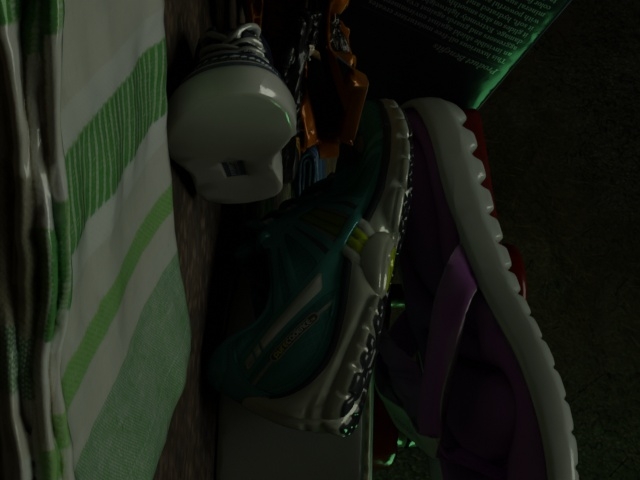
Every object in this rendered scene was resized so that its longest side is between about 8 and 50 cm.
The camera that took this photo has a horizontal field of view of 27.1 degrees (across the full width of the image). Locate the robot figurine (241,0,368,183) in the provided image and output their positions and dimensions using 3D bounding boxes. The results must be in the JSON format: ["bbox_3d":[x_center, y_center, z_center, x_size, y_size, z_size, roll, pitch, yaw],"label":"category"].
[{"bbox_3d":[-0.014,-0.182,0.856,0.211,0.085,0.291,-102,-168,-60],"label":"robot figurine"}]

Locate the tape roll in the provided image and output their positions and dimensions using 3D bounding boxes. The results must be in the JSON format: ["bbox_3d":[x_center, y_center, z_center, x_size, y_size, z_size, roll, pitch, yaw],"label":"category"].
[{"bbox_3d":[-0.012,0.161,1.008,0.286,0.100,0.286,1,90,-86],"label":"tape roll"}]

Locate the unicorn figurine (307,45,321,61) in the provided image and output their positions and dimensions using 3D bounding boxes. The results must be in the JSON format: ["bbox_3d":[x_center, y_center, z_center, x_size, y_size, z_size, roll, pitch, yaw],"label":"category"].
[{"bbox_3d":[-0.030,-0.211,1.037,0.162,0.060,0.111,45,44,-62],"label":"unicorn figurine"}]

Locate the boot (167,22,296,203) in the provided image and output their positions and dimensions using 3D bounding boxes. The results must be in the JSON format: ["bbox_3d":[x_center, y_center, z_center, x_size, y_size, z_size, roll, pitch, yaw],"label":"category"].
[{"bbox_3d":[-0.050,-0.082,0.701,0.190,0.069,0.086,110,-25,-77],"label":"boot"}]

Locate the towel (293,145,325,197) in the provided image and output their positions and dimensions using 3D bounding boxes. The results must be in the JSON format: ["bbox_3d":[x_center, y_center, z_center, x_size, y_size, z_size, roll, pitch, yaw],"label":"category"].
[{"bbox_3d":[-0.013,-0.080,1.466,0.119,0.029,0.067,-72,163,-75],"label":"towel"}]

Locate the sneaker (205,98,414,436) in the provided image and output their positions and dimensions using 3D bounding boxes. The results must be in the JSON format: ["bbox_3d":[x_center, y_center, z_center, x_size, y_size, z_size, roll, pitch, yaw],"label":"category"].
[{"bbox_3d":[0.000,0.000,0.885,0.107,0.110,0.275,99,6,-48],"label":"sneaker"}]

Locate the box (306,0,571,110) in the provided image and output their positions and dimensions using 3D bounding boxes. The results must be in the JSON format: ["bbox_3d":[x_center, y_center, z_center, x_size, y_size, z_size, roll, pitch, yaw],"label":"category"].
[{"bbox_3d":[0.103,-0.285,1.216,0.294,0.182,0.296,-50,-153,45],"label":"box"}]

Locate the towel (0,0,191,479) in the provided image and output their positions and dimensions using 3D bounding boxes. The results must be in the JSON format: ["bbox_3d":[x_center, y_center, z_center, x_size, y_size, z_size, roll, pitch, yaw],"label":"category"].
[{"bbox_3d":[-0.075,-0.056,0.468,0.248,0.038,0.325,-82,172,-68],"label":"towel"}]

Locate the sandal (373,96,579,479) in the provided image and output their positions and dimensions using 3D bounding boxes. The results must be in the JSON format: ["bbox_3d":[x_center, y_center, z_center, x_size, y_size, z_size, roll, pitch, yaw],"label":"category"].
[{"bbox_3d":[0.080,0.073,0.968,0.169,0.102,0.416,108,-23,-47],"label":"sandal"}]

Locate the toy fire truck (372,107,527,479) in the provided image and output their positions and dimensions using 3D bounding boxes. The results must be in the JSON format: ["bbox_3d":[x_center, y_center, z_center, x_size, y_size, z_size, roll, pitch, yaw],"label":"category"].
[{"bbox_3d":[0.115,0.068,1.179,0.254,0.169,0.302,98,-9,-57],"label":"toy fire truck"}]
